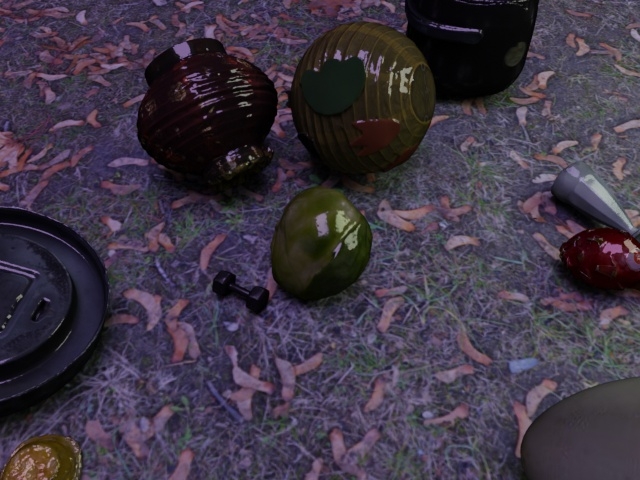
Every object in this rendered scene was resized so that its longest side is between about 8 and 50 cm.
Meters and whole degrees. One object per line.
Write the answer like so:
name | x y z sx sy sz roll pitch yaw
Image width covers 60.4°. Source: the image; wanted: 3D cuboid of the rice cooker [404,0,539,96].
rice cooker | 0.284 -0.416 1.070 0.268 0.224 0.267 0 53 0

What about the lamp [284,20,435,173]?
lamp | 0.046 -0.235 0.921 0.285 0.250 0.250 7 48 34

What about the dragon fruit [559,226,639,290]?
dragon fruit | 0.448 0.035 0.793 0.191 0.094 0.094 17 53 5

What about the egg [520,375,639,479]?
egg | 0.355 0.242 0.546 0.296 0.218 0.218 7 51 18

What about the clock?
clock | -0.440 0.084 0.718 0.313 0.061 0.312 12 47 -13

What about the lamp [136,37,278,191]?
lamp | -0.180 -0.198 0.905 0.247 0.246 0.246 0 51 0

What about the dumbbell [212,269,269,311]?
dumbbell | -0.115 0.073 0.797 0.083 0.040 0.035 23 86 18

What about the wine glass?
wine glass | 0.448 -0.053 0.878 0.073 0.073 0.155 -25 59 -18

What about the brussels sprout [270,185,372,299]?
brussels sprout | 0.003 -0.003 0.799 0.132 0.145 0.183 21 55 -17

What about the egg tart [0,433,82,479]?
egg tart | -0.330 0.272 0.639 0.105 0.039 0.105 1 52 -1
